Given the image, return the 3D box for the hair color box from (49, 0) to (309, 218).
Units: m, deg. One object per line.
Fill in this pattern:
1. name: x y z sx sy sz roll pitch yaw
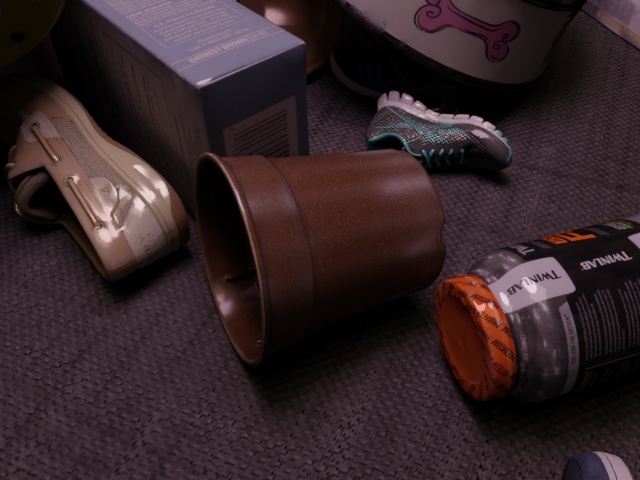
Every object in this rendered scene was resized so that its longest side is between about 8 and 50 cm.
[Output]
1. hair color box: -0.168 -0.178 0.636 0.114 0.185 0.374 -32 53 -26

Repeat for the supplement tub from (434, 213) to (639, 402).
1. supplement tub: 0.192 0.051 0.456 0.190 0.117 0.117 -13 47 -12

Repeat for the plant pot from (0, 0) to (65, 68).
1. plant pot: -0.384 -0.338 0.502 0.367 0.366 0.353 -20 75 -18

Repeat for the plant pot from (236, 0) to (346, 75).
1. plant pot: -0.086 -0.320 0.779 0.110 0.237 0.237 3 36 50

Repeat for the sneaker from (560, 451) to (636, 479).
1. sneaker: 0.085 0.196 0.338 0.163 0.086 0.226 20 50 15

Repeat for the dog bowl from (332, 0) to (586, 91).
1. dog bowl: 0.153 -0.375 0.715 0.408 0.150 0.408 19 47 -21

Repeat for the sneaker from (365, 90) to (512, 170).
1. sneaker: 0.122 -0.101 0.656 0.166 0.065 0.076 24 67 26

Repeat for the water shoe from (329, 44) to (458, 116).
1. water shoe: 0.092 -0.212 0.738 0.073 0.080 0.203 -32 54 -28

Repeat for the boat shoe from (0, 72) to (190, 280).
1. boat shoe: -0.259 -0.068 0.590 0.302 0.109 0.098 37 55 24

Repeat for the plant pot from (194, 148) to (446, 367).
1. plant pot: 0.000 0.000 0.491 0.165 0.167 0.167 -12 46 -23

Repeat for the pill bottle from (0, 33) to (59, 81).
1. pill bottle: -0.483 -0.239 0.713 0.302 0.169 0.169 -2 46 -1

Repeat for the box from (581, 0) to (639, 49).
1. box: 0.520 -0.323 0.856 0.183 0.056 0.231 -15 47 -13
